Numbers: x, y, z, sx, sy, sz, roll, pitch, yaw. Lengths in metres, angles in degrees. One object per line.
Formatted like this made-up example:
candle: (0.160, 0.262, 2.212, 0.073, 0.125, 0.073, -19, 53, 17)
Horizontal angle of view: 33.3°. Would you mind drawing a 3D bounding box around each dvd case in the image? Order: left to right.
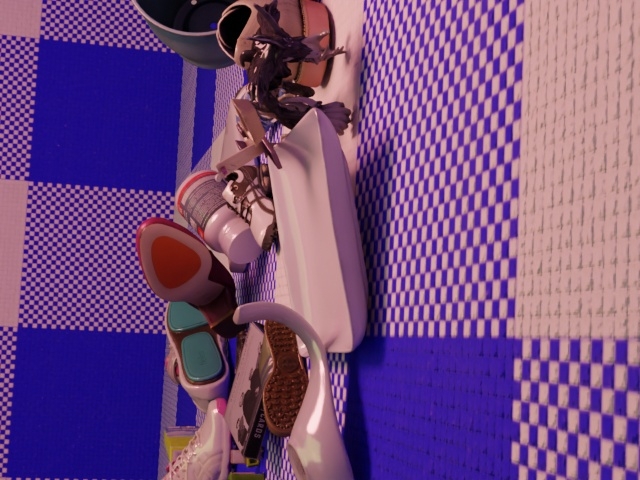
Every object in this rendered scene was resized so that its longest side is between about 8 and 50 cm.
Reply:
dvd case: (-0.108, 0.238, 1.748, 0.239, 0.029, 0.179, -156, 83, -77)

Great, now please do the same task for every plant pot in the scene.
plant pot: (-0.217, -0.463, 2.053, 0.255, 0.272, 0.271, 86, -176, -76)

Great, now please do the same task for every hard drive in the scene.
hard drive: (-0.164, -0.116, 2.148, 0.318, 0.040, 0.210, -103, 21, -51)

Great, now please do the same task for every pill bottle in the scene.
pill bottle: (-0.176, -0.040, 1.933, 0.180, 0.108, 0.108, 45, 135, 40)

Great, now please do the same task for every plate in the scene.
plate: (0.000, 0.000, 1.306, 0.278, 0.045, 0.277, 151, 111, -75)

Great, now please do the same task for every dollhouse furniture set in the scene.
dollhouse furniture set: (-0.115, -0.131, 1.328, 0.091, 0.081, 0.114, 55, 173, 36)
dollhouse furniture set: (-0.127, 0.338, 1.809, 0.076, 0.058, 0.151, 119, 152, -61)

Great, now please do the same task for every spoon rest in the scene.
spoon rest: (-0.013, 0.194, 1.253, 0.276, 0.084, 0.137, 66, 163, 12)

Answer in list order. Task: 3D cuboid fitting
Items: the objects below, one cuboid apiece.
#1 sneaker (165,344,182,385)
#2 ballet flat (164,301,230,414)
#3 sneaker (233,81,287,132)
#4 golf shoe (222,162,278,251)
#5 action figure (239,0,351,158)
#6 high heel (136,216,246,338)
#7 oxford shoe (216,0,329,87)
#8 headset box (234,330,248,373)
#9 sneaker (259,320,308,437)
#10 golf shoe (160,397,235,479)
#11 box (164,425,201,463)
sneaker: (-0.299, 0.299, 2.450, 0.252, 0.111, 0.103, -136, 51, -73)
ballet flat: (-0.256, 0.227, 2.296, 0.400, 0.139, 0.139, -108, 25, -57)
sneaker: (-0.106, -0.231, 1.846, 0.211, 0.080, 0.081, 113, 160, -58)
golf shoe: (-0.122, -0.055, 1.835, 0.198, 0.094, 0.077, -103, 22, -48)
action figure: (-0.030, -0.204, 1.389, 0.275, 0.141, 0.164, 84, -174, -67)
high heel: (-0.260, 0.035, 1.977, 0.181, 0.127, 0.377, 57, 176, 38)
oxford shoe: (-0.087, -0.346, 1.645, 0.397, 0.146, 0.140, -115, 31, -65)
headset box: (-0.135, 0.208, 1.941, 0.062, 0.032, 0.083, 145, 129, -73)
sneaker: (-0.054, 0.207, 1.542, 0.086, 0.064, 0.192, 99, 169, -53)
golf shoe: (-0.243, 0.451, 2.105, 0.115, 0.140, 0.306, -116, 34, -68)
box: (-0.284, 0.448, 2.348, 0.178, 0.109, 0.042, -163, 76, -77)
